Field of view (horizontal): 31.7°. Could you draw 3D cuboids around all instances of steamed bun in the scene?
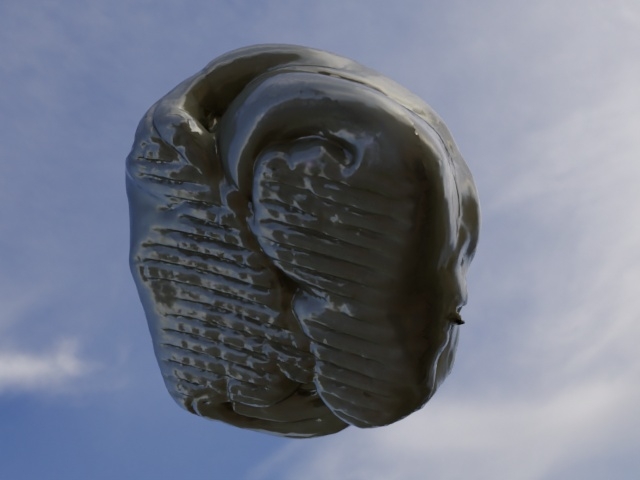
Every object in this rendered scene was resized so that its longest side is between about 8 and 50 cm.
[{"bbox_3d":[0.000,0.000,1.064,0.255,0.342,0.368,-34,-50,-54],"label":"steamed bun"}]
